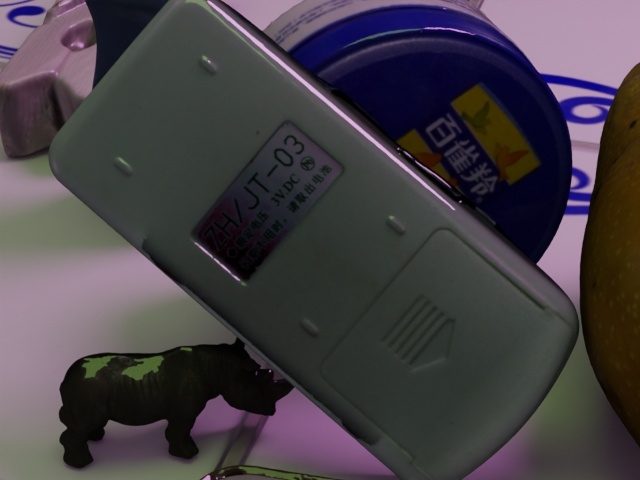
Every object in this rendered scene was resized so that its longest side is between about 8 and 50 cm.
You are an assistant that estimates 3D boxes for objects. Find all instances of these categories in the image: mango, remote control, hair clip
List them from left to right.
[{"bbox_3d":[-0.149,-0.165,1.481,0.101,0.085,0.330,6,37,13],"label":"hair clip"},{"bbox_3d":[0.000,0.000,1.050,0.296,0.140,0.056,40,5,5],"label":"remote control"},{"bbox_3d":[0.219,0.021,1.081,0.176,0.176,0.329,9,24,-12],"label":"mango"}]

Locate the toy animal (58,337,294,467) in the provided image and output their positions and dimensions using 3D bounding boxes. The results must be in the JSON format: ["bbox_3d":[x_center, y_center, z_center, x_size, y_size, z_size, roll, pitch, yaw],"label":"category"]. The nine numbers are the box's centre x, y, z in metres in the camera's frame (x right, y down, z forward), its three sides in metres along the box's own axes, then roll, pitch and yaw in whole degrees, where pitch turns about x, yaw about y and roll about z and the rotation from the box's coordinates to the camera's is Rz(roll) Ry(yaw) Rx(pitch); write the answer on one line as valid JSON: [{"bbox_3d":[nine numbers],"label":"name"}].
[{"bbox_3d":[-0.078,0.085,1.069,0.136,0.065,0.047,-4,31,-10],"label":"toy animal"}]

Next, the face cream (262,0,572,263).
[{"bbox_3d":[0.040,-0.052,1.169,0.206,0.206,0.111,-6,30,-11],"label":"face cream"}]

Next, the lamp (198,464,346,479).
[{"bbox_3d":[0.035,0.207,0.879,0.267,0.047,0.269,9,31,12],"label":"lamp"}]

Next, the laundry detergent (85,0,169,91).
[{"bbox_3d":[-0.111,-0.108,1.259,0.061,0.206,0.097,-23,39,-34],"label":"laundry detergent"}]
